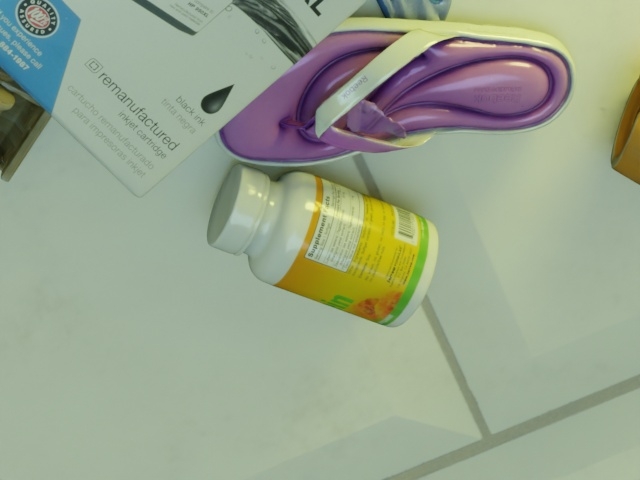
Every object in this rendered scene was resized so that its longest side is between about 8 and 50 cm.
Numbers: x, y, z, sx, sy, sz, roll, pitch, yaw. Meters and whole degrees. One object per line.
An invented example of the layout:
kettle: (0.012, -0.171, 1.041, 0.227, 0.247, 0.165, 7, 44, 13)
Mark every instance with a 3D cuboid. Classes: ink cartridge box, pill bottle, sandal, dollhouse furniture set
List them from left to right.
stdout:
dollhouse furniture set: (-0.376, -0.104, 1.610, 0.161, 0.242, 0.212, 29, 111, -21)
ink cartridge box: (-0.141, -0.287, 1.561, 0.395, 0.166, 0.285, -41, 119, 7)
pill bottle: (0.000, 0.000, 1.773, 0.245, 0.136, 0.136, 21, 114, -17)
sandal: (0.088, -0.161, 1.692, 0.416, 0.102, 0.169, -10, 120, -7)

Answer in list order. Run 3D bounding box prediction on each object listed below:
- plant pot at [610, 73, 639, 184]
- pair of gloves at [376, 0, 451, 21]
plant pot: (0.440, -0.113, 1.747, 0.188, 0.205, 0.205, 19, 115, 1)
pair of gloves: (0.063, -0.235, 1.720, 0.198, 0.023, 0.159, -24, 119, 7)
